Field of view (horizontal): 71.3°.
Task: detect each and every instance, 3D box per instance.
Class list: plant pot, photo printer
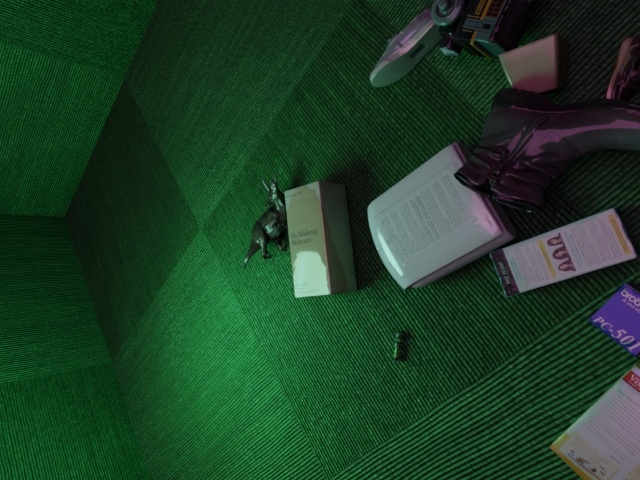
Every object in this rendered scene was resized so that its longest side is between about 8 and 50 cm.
[{"bbox_3d":[0.441,-0.342,0.905,0.109,0.109,0.096,-9,95,41],"label":"plant pot"},{"bbox_3d":[0.259,-0.041,1.050,0.308,0.107,0.255,-37,66,35],"label":"photo printer"}]

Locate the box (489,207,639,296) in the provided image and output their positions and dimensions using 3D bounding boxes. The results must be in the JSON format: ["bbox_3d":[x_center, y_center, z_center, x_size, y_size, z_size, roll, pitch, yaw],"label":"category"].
[{"bbox_3d":[0.478,0.029,0.890,0.244,0.060,0.100,-27,72,37],"label":"box"}]

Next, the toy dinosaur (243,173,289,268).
[{"bbox_3d":[-0.158,-0.038,1.428,0.313,0.121,0.160,-60,43,28],"label":"toy dinosaur"}]

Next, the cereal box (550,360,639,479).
[{"bbox_3d":[0.573,0.366,0.812,0.173,0.047,0.240,45,117,32],"label":"cereal box"}]

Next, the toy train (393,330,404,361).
[{"bbox_3d":[0.201,0.274,1.151,0.017,0.024,0.083,10,96,41],"label":"toy train"}]

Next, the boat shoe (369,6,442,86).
[{"bbox_3d":[0.212,-0.486,1.126,0.228,0.079,0.081,-36,57,29],"label":"boat shoe"}]

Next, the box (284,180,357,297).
[{"bbox_3d":[0.000,0.000,1.264,0.148,0.121,0.310,-13,81,41],"label":"box"}]

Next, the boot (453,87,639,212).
[{"bbox_3d":[0.447,-0.147,0.840,0.338,0.118,0.222,22,85,38],"label":"boot"}]

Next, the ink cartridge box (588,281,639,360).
[{"bbox_3d":[0.604,0.178,0.789,0.207,0.046,0.097,47,116,32],"label":"ink cartridge box"}]

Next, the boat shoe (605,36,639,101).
[{"bbox_3d":[0.567,-0.299,0.821,0.049,0.056,0.152,16,100,45],"label":"boat shoe"}]

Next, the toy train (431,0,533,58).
[{"bbox_3d":[0.374,-0.545,0.930,0.190,0.142,0.333,37,111,38],"label":"toy train"}]
